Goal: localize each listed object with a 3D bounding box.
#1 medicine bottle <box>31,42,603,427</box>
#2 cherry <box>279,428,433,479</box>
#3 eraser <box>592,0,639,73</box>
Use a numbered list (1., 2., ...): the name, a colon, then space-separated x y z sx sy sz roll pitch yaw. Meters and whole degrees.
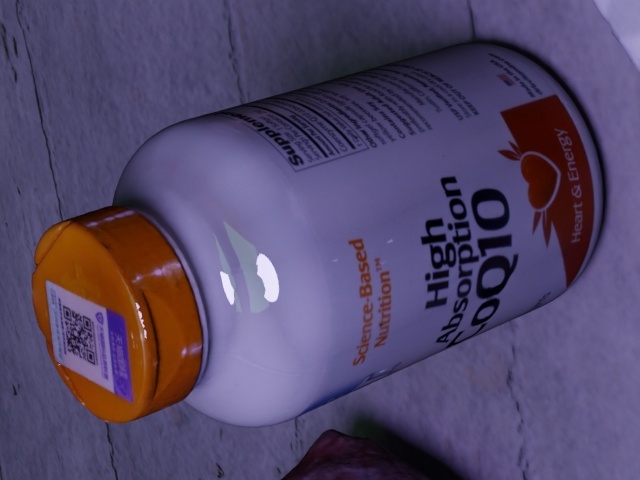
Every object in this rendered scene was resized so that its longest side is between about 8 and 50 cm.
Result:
1. medicine bottle: 0.000 0.000 0.770 0.157 0.288 0.157 25 124 43
2. cherry: 0.036 0.261 0.926 0.230 0.203 0.300 -45 57 52
3. eraser: 0.247 -0.195 0.549 0.213 0.082 0.397 59 141 13
